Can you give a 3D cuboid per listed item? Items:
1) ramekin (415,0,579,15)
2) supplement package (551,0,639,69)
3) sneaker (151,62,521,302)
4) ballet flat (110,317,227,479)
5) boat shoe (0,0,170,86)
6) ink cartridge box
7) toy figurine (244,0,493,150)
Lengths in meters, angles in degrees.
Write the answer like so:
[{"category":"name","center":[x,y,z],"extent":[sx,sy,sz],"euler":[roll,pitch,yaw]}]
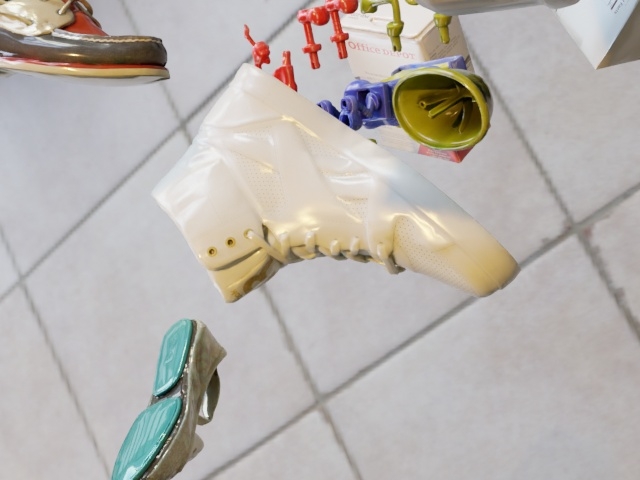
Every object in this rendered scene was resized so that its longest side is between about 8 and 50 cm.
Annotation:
[{"category":"ramekin","center":[0.117,-0.306,1.008],"extent":[0.127,0.273,0.273],"euler":[-13,87,19]},{"category":"supplement package","center":[0.386,-0.345,1.541],"extent":[0.203,0.194,0.149],"euler":[61,150,26]},{"category":"sneaker","center":[0.000,0.000,0.987],"extent":[0.292,0.108,0.169],"euler":[35,82,26]},{"category":"ballet flat","center":[-0.098,0.124,0.879],"extent":[0.057,0.168,0.052],"euler":[-27,121,33]},{"category":"boat shoe","center":[-0.126,-0.093,0.555],"extent":[0.137,0.049,0.043],"euler":[10,91,26]},{"category":"ink cartridge box","center":[0.132,-0.231,1.759],"extent":[0.158,0.092,0.218],"euler":[18,145,41]},{"category":"toy figurine","center":[0.106,-0.194,1.423],"extent":[0.362,0.217,0.191],"euler":[-5,100,50]}]
